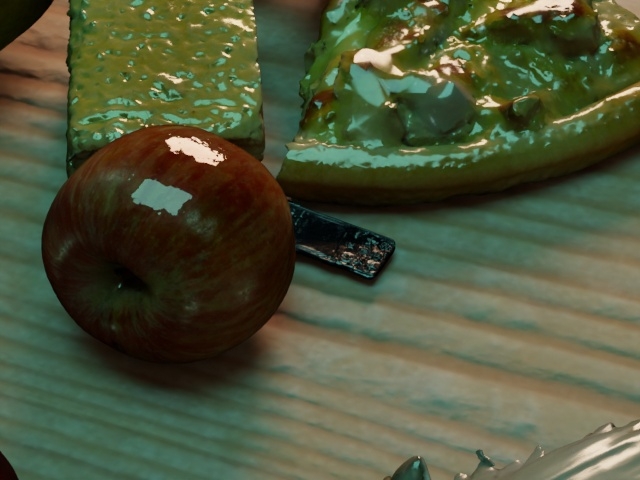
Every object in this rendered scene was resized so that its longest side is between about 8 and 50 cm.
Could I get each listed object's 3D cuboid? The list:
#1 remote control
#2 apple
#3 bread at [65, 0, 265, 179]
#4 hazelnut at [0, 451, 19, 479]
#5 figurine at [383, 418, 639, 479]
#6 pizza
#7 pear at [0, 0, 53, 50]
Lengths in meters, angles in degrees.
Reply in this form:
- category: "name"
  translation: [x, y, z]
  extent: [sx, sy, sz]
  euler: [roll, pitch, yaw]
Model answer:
- category: "remote control"
  translation: [0.000, 0.000, 1.151]
  extent: [0.096, 0.014, 0.039]
  euler: [20, 49, 20]
- category: "apple"
  translation: [-0.086, 0.001, 1.069]
  extent: [0.146, 0.146, 0.131]
  euler: [23, 41, 24]
- category: "bread"
  translation: [-0.106, -0.107, 1.203]
  extent: [0.138, 0.102, 0.196]
  euler: [-7, 48, -1]
- category: "hazelnut"
  translation: [-0.224, 0.175, 0.872]
  extent: [0.160, 0.170, 0.202]
  euler: [18, 82, -16]
- category: "figurine"
  translation: [0.048, 0.177, 0.864]
  extent: [0.387, 0.166, 0.207]
  euler: [-16, 29, -17]
- category: "pizza"
  translation: [0.105, -0.129, 1.229]
  extent: [0.323, 0.089, 0.223]
  euler: [-13, 49, -11]
- category: "pear"
  translation: [-0.319, -0.216, 1.230]
  extent: [0.307, 0.253, 0.253]
  euler: [-1, 44, -10]
